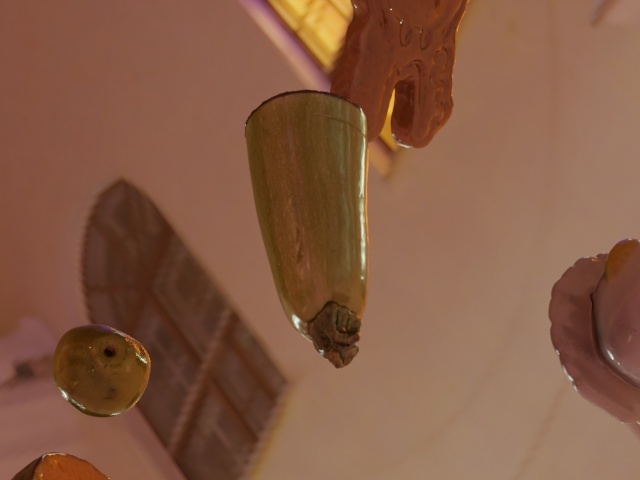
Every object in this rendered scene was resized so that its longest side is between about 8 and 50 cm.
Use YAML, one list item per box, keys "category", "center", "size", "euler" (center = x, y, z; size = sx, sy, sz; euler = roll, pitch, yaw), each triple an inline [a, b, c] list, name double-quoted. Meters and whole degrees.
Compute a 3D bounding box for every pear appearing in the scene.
- category: "pear"
  center: [-0.203, 0.124, 1.799]
  size: [0.092, 0.092, 0.097]
  euler: [-27, -22, -17]

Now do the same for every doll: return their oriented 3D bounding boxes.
- category: "doll"
  center: [0.232, 0.018, 1.136]
  size: [0.293, 0.119, 0.138]
  euler: [-46, 14, 50]

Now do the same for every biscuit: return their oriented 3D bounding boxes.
- category: "biscuit"
  center: [0.071, -0.192, 1.572]
  size: [0.144, 0.040, 0.236]
  euler: [3, -83, -56]

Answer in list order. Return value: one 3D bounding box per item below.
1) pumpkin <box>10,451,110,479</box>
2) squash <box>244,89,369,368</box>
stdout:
- category: "pumpkin"
  center: [-0.313, 0.389, 2.078]
  size: [0.232, 0.242, 0.325]
  euler: [-47, -6, 19]
- category: "squash"
  center: [0.000, 0.000, 1.364]
  size: [0.094, 0.224, 0.094]
  euler: [-4, -38, -4]
